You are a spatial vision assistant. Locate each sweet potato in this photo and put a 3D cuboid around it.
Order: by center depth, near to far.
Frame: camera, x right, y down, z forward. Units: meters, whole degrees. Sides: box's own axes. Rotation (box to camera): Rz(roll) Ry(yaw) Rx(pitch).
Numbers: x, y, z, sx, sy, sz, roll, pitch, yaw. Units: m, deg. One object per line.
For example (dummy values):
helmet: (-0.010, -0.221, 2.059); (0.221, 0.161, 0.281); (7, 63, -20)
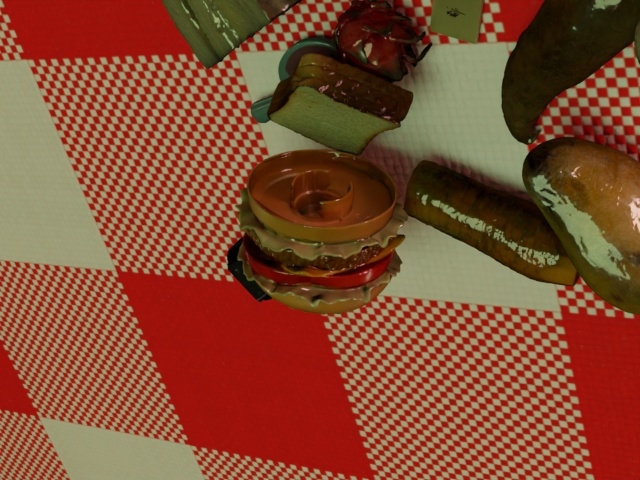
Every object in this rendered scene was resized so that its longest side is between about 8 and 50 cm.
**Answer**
sweet potato: (0.343, -0.267, 1.643); (0.130, 0.130, 0.423); (38, 144, 2)

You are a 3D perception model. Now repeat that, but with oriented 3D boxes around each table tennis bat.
table tennis bat: (-0.025, -0.252, 1.967); (0.244, 0.040, 0.153); (-21, 116, 40)

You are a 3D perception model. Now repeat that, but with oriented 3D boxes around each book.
book: (0.202, -0.349, 1.743); (0.077, 0.014, 0.111); (22, 133, 21)

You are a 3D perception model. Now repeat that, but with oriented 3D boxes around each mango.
mango: (0.431, -0.025, 1.733); (0.329, 0.176, 0.175); (46, 124, 0)

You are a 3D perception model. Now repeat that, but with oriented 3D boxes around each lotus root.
lotus root: (-0.162, -0.435, 1.838); (0.260, 0.149, 0.267); (54, 153, -9)

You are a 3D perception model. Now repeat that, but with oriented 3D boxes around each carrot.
carrot: (0.280, -0.025, 1.884); (0.301, 0.114, 0.114); (26, 135, 18)

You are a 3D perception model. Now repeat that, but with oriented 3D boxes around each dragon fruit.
dragon fruit: (0.085, -0.301, 1.799); (0.142, 0.130, 0.121); (39, 104, 3)

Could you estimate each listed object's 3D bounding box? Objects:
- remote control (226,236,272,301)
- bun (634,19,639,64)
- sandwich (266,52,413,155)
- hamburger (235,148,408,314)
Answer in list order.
remote control: (-0.037, -0.003, 2.155); (0.144, 0.062, 0.399); (46, 136, -5)
bun: (0.516, -0.289, 1.435); (0.283, 0.283, 0.179); (-12, 79, 40)
sandwich: (0.024, -0.208, 1.850); (0.186, 0.065, 0.214); (22, 165, -10)
hamburger: (0.000, 0.000, 1.905); (0.274, 0.274, 0.212); (19, 128, 21)
